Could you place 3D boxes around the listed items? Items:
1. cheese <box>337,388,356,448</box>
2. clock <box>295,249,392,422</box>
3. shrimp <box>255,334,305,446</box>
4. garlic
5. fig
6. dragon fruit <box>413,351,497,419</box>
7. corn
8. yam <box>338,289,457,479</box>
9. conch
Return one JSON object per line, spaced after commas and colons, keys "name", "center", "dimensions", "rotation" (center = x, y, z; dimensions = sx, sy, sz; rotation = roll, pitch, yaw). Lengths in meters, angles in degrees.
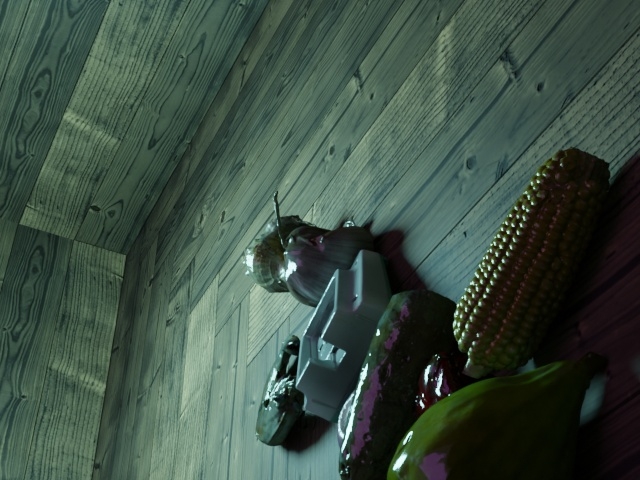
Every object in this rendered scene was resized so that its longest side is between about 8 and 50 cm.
{"name": "cheese", "center": [0.104, 0.269, 1.637], "dimensions": [0.286, 0.074, 0.189], "rotation": [-64, 21, -16]}
{"name": "clock", "center": [0.037, 0.168, 1.793], "dimensions": [0.231, 0.116, 0.262], "rotation": [-95, 30, -63]}
{"name": "shrimp", "center": [-0.078, 0.308, 2.016], "dimensions": [0.360, 0.085, 0.247], "rotation": [127, 155, -67]}
{"name": "garlic", "center": [0.000, 0.000, 1.962], "dimensions": [0.256, 0.207, 0.207], "rotation": [59, 149, 1]}
{"name": "fig", "center": [0.219, 0.281, 1.210], "dimensions": [0.314, 0.233, 0.233], "rotation": [-51, 9, -30]}
{"name": "dragon fruit", "center": [0.184, 0.257, 1.383], "dimensions": [0.161, 0.127, 0.120], "rotation": [-52, 20, 42]}
{"name": "corn", "center": [0.283, 0.037, 1.300], "dimensions": [0.347, 0.130, 0.130], "rotation": [-65, 22, 11]}
{"name": "yam", "center": [0.118, 0.242, 1.496], "dimensions": [0.133, 0.133, 0.330], "rotation": [-9, 58, 67]}
{"name": "conch", "center": [-0.058, 0.040, 2.132], "dimensions": [0.245, 0.163, 0.178], "rotation": [22, 112, 40]}
